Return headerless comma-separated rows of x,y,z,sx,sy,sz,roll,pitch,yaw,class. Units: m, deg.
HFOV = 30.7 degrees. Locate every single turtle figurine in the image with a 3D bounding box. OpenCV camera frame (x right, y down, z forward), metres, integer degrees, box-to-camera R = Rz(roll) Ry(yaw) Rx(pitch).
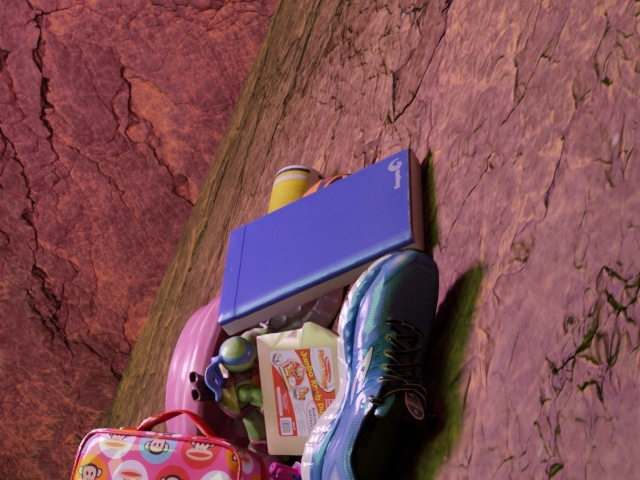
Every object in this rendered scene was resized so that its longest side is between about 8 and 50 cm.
-0.059,0.224,1.787,0.274,0.197,0.266,-42,-30,-36,turtle figurine

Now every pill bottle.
-0.047,-0.041,2.145,0.103,0.103,0.184,128,158,-50,pill bottle

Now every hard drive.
0.000,0.000,1.695,0.318,0.040,0.210,-24,35,22,hard drive

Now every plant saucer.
-0.169,0.239,1.943,0.332,0.084,0.332,6,-90,-72,plant saucer

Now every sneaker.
0.089,0.171,1.385,0.147,0.129,0.330,3,77,60,sneaker
-0.012,0.033,1.935,0.321,0.124,0.180,-57,12,7,sneaker

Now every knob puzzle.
0.004,0.207,1.615,0.213,0.030,0.213,1,91,35,knob puzzle

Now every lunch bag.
-0.229,0.375,1.699,0.120,0.293,0.258,33,-116,-63,lunch bag

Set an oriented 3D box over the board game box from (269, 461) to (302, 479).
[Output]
-0.063,0.517,1.581,0.390,0.050,0.390,180,108,-75,board game box
